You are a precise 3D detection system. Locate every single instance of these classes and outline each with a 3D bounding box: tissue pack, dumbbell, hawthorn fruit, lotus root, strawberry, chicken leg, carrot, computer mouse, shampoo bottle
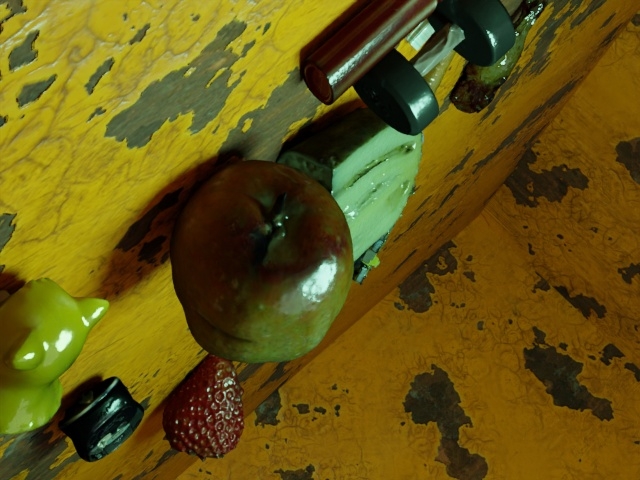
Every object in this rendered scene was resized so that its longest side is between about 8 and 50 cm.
[{"bbox_3d":[0.179,-0.352,1.543,0.108,0.023,0.056,-47,168,10],"label":"tissue pack"},{"bbox_3d":[0.162,-0.275,1.434,0.218,0.152,0.152,-43,169,-7],"label":"dumbbell"},{"bbox_3d":[-0.083,0.014,1.348,0.268,0.268,0.301,-38,157,-31],"label":"hawthorn fruit"},{"bbox_3d":[0.048,-0.119,1.629,0.260,0.149,0.267,-43,151,-32],"label":"lotus root"},{"bbox_3d":[-0.254,0.378,2.255,0.205,0.205,0.244,-17,130,-67],"label":"strawberry"},{"bbox_3d":[0.374,-0.378,2.045,0.177,0.083,0.322,-49,173,-26],"label":"chicken leg"},{"bbox_3d":[0.218,-0.344,1.658,0.061,0.061,0.209,-31,157,-51],"label":"carrot"},{"bbox_3d":[-0.387,0.307,1.704,0.137,0.096,0.233,-46,166,-23],"label":"computer mouse"},{"bbox_3d":[0.088,-0.295,1.317,0.260,0.064,0.102,-43,168,-10],"label":"shampoo bottle"}]

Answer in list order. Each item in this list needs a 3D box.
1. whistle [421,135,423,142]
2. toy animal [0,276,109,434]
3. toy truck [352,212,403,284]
[{"bbox_3d":[0.149,-0.211,1.847,0.090,0.090,0.158,-36,128,-38],"label":"whistle"},{"bbox_3d":[-0.353,0.144,1.130,0.156,0.156,0.230,-30,165,-52],"label":"toy animal"},{"bbox_3d":[0.108,-0.034,2.198,0.157,0.124,0.272,-50,170,-35],"label":"toy truck"}]
